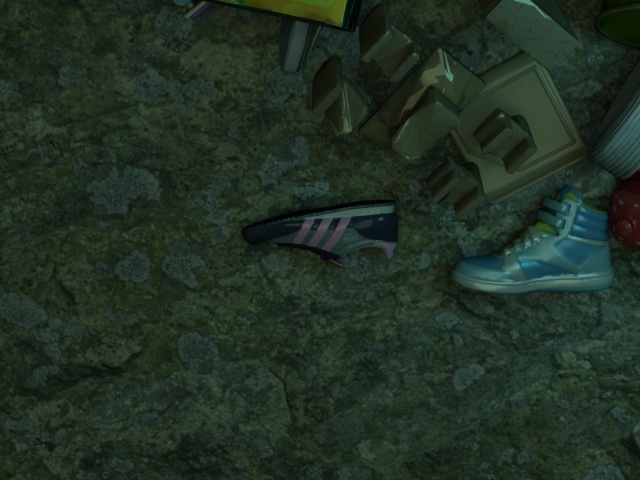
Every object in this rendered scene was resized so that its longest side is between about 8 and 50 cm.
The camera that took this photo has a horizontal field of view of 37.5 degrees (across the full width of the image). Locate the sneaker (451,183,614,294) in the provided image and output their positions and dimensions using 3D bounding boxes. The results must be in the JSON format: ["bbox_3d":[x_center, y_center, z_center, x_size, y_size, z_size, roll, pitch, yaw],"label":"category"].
[{"bbox_3d":[0.414,-0.007,1.844,0.319,0.127,0.208,-2,104,-2],"label":"sneaker"}]

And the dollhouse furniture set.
[{"bbox_3d":[0.239,-0.315,1.700,0.362,0.256,0.394,33,120,-22],"label":"dollhouse furniture set"}]

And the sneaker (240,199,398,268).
[{"bbox_3d":[0.000,0.000,1.899,0.319,0.112,0.131,-8,98,10],"label":"sneaker"}]

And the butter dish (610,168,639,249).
[{"bbox_3d":[0.604,-0.041,1.776,0.118,0.160,0.160,-22,116,-30],"label":"butter dish"}]

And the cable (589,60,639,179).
[{"bbox_3d":[0.584,-0.235,1.702,0.089,0.257,0.257,32,112,3],"label":"cable"}]

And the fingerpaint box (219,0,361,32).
[{"bbox_3d":[-0.121,-0.597,1.662,0.445,0.163,0.371,13,100,9],"label":"fingerpaint box"}]

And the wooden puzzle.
[{"bbox_3d":[0.373,-0.221,1.845,0.221,0.044,0.238,-28,93,12],"label":"wooden puzzle"}]

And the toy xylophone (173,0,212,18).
[{"bbox_3d":[-0.282,-0.602,1.816,0.323,0.081,0.236,44,103,-4],"label":"toy xylophone"}]

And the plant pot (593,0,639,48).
[{"bbox_3d":[0.681,-0.523,1.606,0.366,0.366,0.353,9,91,5],"label":"plant pot"}]

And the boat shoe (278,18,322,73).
[{"bbox_3d":[-0.006,-0.463,1.802,0.094,0.109,0.302,10,106,-18],"label":"boat shoe"}]
